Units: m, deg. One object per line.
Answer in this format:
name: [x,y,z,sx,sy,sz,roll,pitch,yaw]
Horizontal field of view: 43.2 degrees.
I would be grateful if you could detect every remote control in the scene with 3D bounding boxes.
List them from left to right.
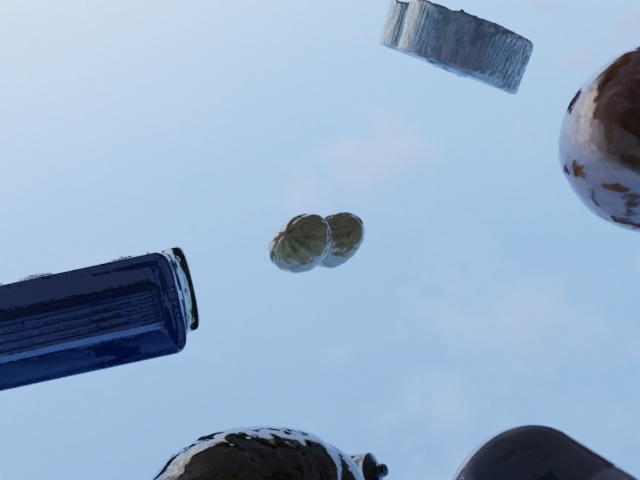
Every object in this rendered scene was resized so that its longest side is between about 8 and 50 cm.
remote control: [0.294,0.362,1.003,0.332,0.103,0.221,32,-98,-17]

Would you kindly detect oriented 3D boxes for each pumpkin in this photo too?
pumpkin: [-0.037,0.242,0.590,0.223,0.157,0.224,23,-125,-37]

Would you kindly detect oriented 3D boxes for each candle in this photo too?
candle: [0.156,-0.220,0.904,0.168,0.068,0.192,16,-165,-12]

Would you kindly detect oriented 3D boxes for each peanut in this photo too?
peanut: [0.000,0.000,1.150,0.187,0.082,0.082,-6,-131,-51]

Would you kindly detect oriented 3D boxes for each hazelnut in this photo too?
hazelnut: [0.236,-0.063,0.524,0.154,0.143,0.143,-9,-126,-4]

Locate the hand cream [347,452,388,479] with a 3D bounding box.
hand cream: [-0.013,0.333,1.087,0.075,0.248,0.052,63,-147,-4]

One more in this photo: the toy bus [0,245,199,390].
toy bus: [-0.324,0.102,1.119,0.287,0.175,0.138,-12,-86,0]
